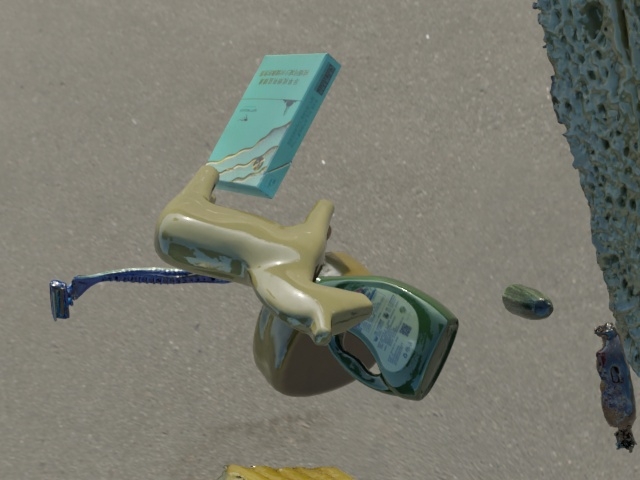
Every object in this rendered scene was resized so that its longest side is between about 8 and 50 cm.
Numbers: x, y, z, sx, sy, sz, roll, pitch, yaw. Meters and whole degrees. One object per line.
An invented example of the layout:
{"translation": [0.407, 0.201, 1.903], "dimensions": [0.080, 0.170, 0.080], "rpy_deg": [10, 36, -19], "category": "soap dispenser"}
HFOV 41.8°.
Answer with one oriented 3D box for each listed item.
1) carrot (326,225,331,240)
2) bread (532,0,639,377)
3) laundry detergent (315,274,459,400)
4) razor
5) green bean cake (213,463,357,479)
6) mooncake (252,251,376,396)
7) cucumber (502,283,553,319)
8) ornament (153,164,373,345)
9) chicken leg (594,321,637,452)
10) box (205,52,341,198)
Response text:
{"translation": [-0.002, 0.000, 1.579], "dimensions": [0.035, 0.165, 0.036], "rpy_deg": [3, 67, -7], "category": "carrot"}
{"translation": [0.244, -0.076, 0.521], "dimensions": [0.183, 0.337, 0.102], "rpy_deg": [-28, 19, -32], "category": "bread"}
{"translation": [0.058, 0.106, 1.049], "dimensions": [0.210, 0.063, 0.137], "rpy_deg": [25, 100, 30], "category": "laundry detergent"}
{"translation": [-0.297, 0.067, 1.438], "dimensions": [0.324, 0.093, 0.056], "rpy_deg": [-8, 52, -19], "category": "razor"}
{"translation": [-0.047, 0.371, 0.949], "dimensions": [0.131, 0.229, 0.224], "rpy_deg": [20, 90, 45], "category": "green bean cake"}
{"translation": [-0.002, 0.135, 1.295], "dimensions": [0.235, 0.235, 0.117], "rpy_deg": [-42, 51, -2], "category": "mooncake"}
{"translation": [0.307, 0.094, 1.223], "dimensions": [0.048, 0.105, 0.048], "rpy_deg": [-1, 96, -11], "category": "cucumber"}
{"translation": [-0.054, 0.014, 0.838], "dimensions": [0.230, 0.061, 0.245], "rpy_deg": [15, 28, 3], "category": "ornament"}
{"translation": [0.466, 0.245, 1.315], "dimensions": [0.051, 0.253, 0.106], "rpy_deg": [-7, 27, 19], "category": "chicken leg"}
{"translation": [-0.078, -0.176, 1.263], "dimensions": [0.162, 0.041, 0.229], "rpy_deg": [12, 72, 50], "category": "box"}
